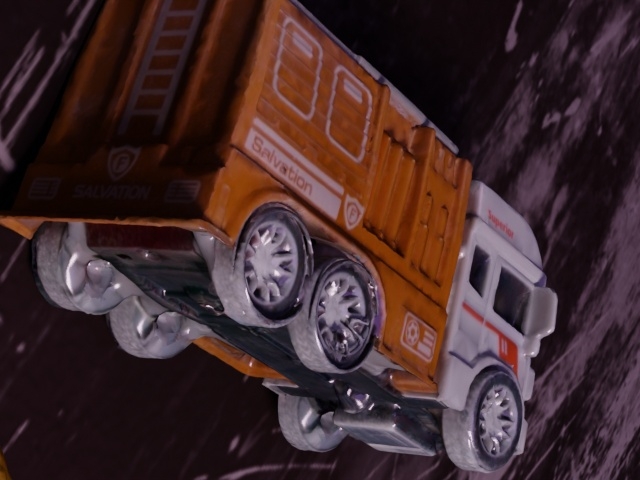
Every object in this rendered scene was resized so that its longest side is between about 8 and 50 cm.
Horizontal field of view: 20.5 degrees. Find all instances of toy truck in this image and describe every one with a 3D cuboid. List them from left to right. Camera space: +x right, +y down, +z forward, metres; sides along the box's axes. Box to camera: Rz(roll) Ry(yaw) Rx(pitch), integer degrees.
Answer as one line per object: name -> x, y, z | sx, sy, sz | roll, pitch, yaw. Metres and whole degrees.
toy truck -> 0.000, 0.000, 1.117 | 0.387, 0.173, 0.207 | 37, 62, -48

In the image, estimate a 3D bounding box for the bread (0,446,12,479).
bread -> -0.262, 0.092, 0.759 | 0.250, 0.225, 0.279 | -13, 118, -48
